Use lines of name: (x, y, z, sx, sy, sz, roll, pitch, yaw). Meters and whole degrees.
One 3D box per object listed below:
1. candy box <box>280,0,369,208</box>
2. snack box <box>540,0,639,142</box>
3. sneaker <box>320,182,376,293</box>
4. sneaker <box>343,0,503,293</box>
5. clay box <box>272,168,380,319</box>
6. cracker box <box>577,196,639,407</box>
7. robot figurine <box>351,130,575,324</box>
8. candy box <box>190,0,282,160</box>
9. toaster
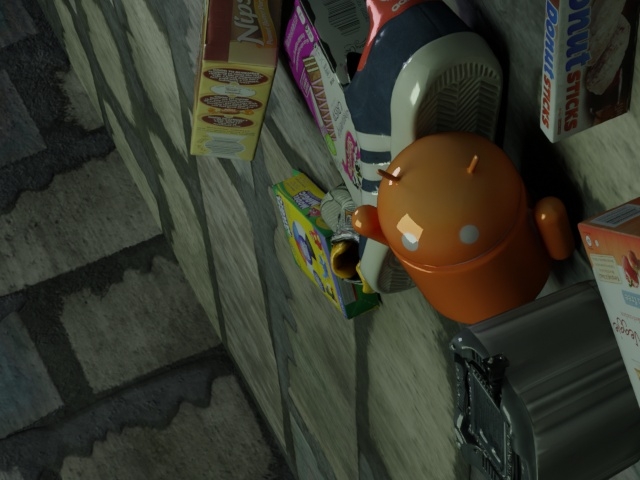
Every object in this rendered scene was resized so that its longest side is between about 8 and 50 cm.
candy box: (0.043, -0.137, 1.717, 0.233, 0.071, 0.159, 64, 167, 10)
snack box: (0.185, -0.143, 1.141, 0.178, 0.064, 0.022, 83, 161, -51)
sneaker: (0.042, -0.006, 1.900, 0.225, 0.092, 0.088, 42, 152, 63)
sneaker: (0.080, -0.096, 1.531, 0.148, 0.131, 0.350, 57, 155, 31)
clay box: (0.000, 0.000, 2.174, 0.222, 0.053, 0.127, 43, 153, 59)
cracker box: (0.275, 0.089, 1.179, 0.232, 0.067, 0.155, 69, 168, -11)
robot figurine: (0.122, -0.010, 1.417, 0.158, 0.128, 0.219, 40, 172, 36)
candy box: (-0.099, -0.230, 1.940, 0.316, 0.087, 0.183, 115, 159, -73)
toaster: (0.196, 0.127, 1.387, 0.129, 0.146, 0.227, 55, 164, 38)
